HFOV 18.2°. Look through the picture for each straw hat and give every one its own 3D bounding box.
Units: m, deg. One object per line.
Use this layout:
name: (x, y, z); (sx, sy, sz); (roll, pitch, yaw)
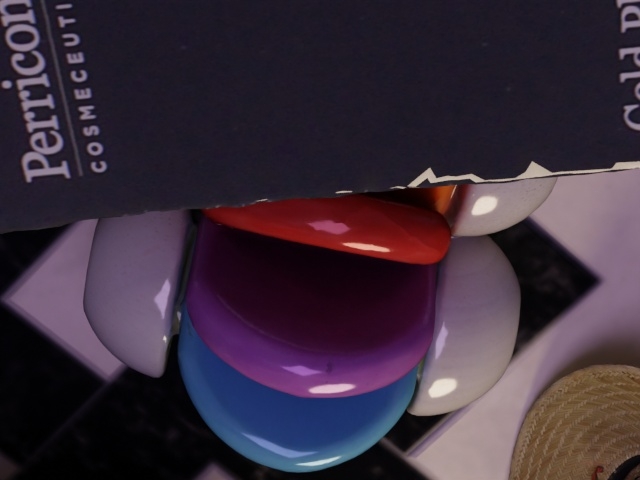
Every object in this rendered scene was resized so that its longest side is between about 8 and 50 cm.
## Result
straw hat: (0.140, 0.113, 0.788); (0.061, 0.144, 0.144); (-9, 124, -39)

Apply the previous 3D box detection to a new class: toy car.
toy car: (0.000, 0.000, 0.693); (0.159, 0.136, 0.182); (10, 116, -5)

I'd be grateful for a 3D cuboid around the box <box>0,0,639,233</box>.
box: (0.043, -0.199, 0.497); (0.312, 0.179, 0.343); (-5, 122, 4)
